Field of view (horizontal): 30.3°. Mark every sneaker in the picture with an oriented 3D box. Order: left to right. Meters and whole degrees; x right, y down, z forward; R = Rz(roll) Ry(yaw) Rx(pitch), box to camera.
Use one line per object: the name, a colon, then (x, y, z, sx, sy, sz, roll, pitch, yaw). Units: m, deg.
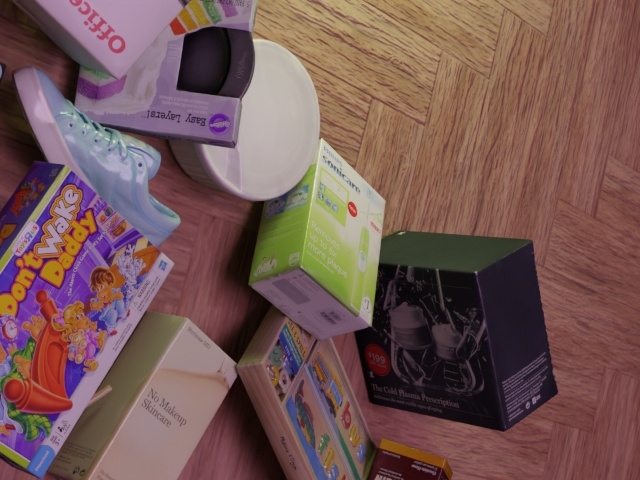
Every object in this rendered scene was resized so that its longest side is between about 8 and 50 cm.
sneaker: (-0.329, -0.131, 1.781, 0.150, 0.135, 0.366, -31, 129, -7)

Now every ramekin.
ramekin: (-0.139, -0.202, 1.992, 0.273, 0.127, 0.273, -5, 97, -44)

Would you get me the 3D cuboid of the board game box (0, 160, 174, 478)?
board game box: (-0.374, 0.104, 1.563, 0.233, 0.078, 0.347, 46, 64, -39)

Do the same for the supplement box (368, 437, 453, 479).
supplement box: (0.159, 0.506, 2.275, 0.191, 0.129, 0.194, 61, 46, -69)

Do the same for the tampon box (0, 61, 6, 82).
tampon box: (-0.530, -0.192, 1.630, 0.120, 0.101, 0.161, 25, 75, -43)

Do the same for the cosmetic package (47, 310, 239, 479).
cosmetic package: (-0.279, 0.286, 1.902, 0.160, 0.113, 0.309, 47, 63, -36)

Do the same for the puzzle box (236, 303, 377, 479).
puzzle box: (-0.012, 0.308, 2.127, 0.272, 0.052, 0.409, -63, 136, -55)

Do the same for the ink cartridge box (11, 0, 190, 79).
ink cartridge box: (-0.279, -0.468, 1.667, 0.395, 0.166, 0.285, -50, 124, -7)

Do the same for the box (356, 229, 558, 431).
box: (0.240, 0.160, 2.236, 0.179, 0.343, 0.312, -24, 109, -40)

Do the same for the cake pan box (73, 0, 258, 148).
cake pan box: (-0.233, -0.281, 1.829, 0.070, 0.267, 0.245, 67, 32, -88)

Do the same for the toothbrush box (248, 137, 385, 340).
toothbrush box: (0.000, 0.000, 2.084, 0.206, 0.122, 0.283, 42, 41, -37)

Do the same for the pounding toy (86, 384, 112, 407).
pounding toy: (-0.397, 0.205, 1.789, 0.206, 0.094, 0.181, -55, 159, 18)
